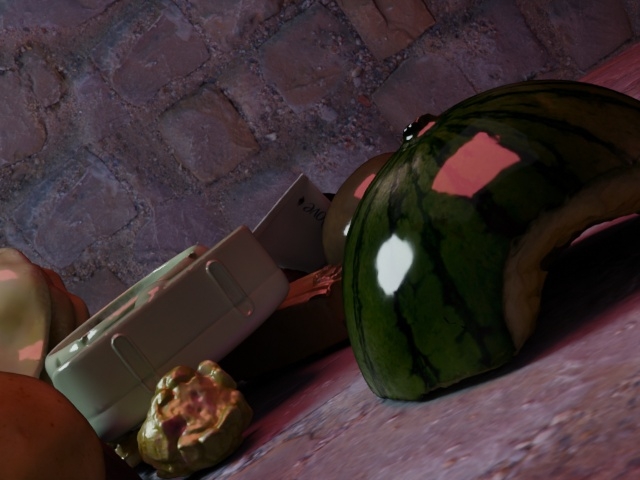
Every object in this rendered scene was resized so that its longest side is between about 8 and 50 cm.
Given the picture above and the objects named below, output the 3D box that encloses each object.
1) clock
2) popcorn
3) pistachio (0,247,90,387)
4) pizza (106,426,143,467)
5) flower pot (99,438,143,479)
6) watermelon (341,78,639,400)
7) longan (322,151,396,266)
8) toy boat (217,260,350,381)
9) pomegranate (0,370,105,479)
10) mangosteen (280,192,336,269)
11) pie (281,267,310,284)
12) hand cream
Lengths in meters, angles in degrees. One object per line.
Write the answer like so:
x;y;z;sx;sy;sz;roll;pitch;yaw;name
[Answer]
-0.193;0.108;1.152;0.265;0.108;0.324;-41;8;-23;clock
-0.117;0.175;0.961;0.097;0.089;0.109;22;58;33;popcorn
-0.460;0.212;1.274;0.365;0.281;0.445;3;60;40;pistachio
-0.213;0.224;1.190;0.226;0.069;0.147;-27;14;48;pizza
-0.229;0.236;0.954;0.089;0.111;0.111;-48;10;-25;flower pot
0.144;-0.028;0.834;0.331;0.189;0.331;-25;6;3;watermelon
0.088;-0.021;1.302;0.189;0.189;0.189;-31;3;2;longan
-0.031;0.097;1.236;0.310;0.089;0.115;-28;13;37;toy boat
-0.275;0.208;0.766;0.233;0.233;0.233;-31;3;2;pomegranate
0.006;0.013;1.654;0.172;0.172;0.184;-35;-14;-49;mangosteen
-0.096;0.102;1.388;0.219;0.054;0.204;-15;-23;-7;pie
0.000;0.000;1.393;0.133;0.083;0.248;-52;-37;7;hand cream
